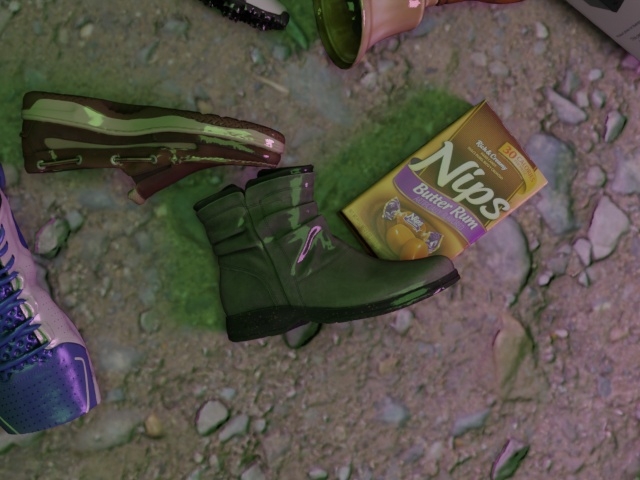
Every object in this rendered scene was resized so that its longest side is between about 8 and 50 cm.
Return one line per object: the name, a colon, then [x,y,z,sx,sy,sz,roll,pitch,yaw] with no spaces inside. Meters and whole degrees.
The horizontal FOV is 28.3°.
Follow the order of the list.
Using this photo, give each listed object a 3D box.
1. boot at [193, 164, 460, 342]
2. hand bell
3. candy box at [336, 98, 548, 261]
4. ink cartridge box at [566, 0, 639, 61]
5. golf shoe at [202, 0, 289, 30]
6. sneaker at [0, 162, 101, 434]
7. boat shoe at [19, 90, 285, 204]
boot: [0.000,0.000,1.224,0.247,0.083,0.161,-12,91,15]
hand bell: [0.126,-0.252,1.276,0.242,0.126,0.126,-12,90,-19]
candy box: [0.122,-0.044,1.283,0.187,0.053,0.109,-38,93,-7]
ink cartridge box: [0.317,-0.334,1.263,0.289,0.121,0.211,39,74,-4]
golf shoe: [-0.105,-0.282,1.249,0.198,0.077,0.094,31,85,-6]
sneaker: [-0.320,0.036,1.165,0.127,0.182,0.315,-24,91,-5]
boat shoe: [-0.164,-0.081,1.232,0.258,0.095,0.095,8,92,8]
